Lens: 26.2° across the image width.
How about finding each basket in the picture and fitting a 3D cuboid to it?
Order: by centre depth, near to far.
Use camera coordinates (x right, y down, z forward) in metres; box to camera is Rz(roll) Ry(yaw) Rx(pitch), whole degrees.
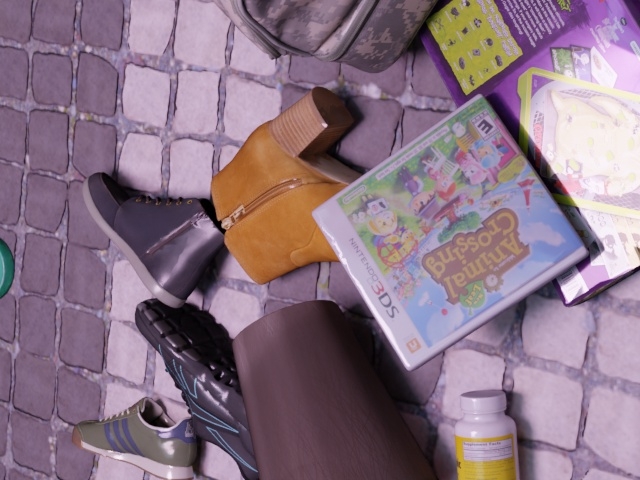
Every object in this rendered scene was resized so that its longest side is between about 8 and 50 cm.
[{"bbox_3d":[0.000,0.192,1.486,0.154,0.204,0.227,-49,57,50],"label":"basket"}]

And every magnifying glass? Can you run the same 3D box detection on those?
[{"bbox_3d":[-0.509,0.063,1.928,0.231,0.026,0.092,-27,80,36],"label":"magnifying glass"}]

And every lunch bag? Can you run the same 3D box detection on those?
[{"bbox_3d":[-0.048,-0.328,1.377,0.212,0.256,0.305,-55,54,25],"label":"lunch bag"}]

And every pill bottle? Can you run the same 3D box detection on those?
[{"bbox_3d":[0.172,0.216,1.426,0.065,0.065,0.116,-1,94,36],"label":"pill bottle"}]

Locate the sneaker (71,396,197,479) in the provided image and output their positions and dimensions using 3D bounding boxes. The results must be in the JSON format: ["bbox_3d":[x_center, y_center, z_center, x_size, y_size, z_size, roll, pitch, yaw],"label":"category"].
[{"bbox_3d":[-0.228,0.235,1.726,0.192,0.064,0.086,13,96,34],"label":"sneaker"}]

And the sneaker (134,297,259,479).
[{"bbox_3d":[-0.137,0.174,1.625,0.267,0.101,0.106,43,120,25],"label":"sneaker"}]

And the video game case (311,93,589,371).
[{"bbox_3d":[0.124,-0.008,1.361,0.212,0.023,0.193,-35,75,12],"label":"video game case"}]

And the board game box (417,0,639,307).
[{"bbox_3d":[0.246,-0.134,1.343,0.208,0.056,0.347,-36,75,38],"label":"board game box"}]

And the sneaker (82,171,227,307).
[{"bbox_3d":[-0.194,-0.031,1.668,0.118,0.083,0.222,-47,60,10],"label":"sneaker"}]

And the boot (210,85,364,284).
[{"bbox_3d":[-0.001,-0.001,1.515,0.211,0.104,0.295,-44,66,37],"label":"boot"}]
